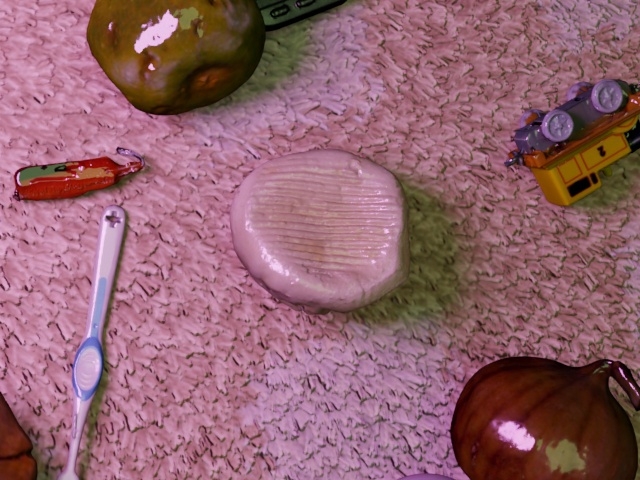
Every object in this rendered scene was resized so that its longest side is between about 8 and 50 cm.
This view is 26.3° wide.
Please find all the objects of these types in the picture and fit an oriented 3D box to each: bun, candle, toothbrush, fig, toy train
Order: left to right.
[{"bbox_3d":[-0.294,-0.080,1.669,0.162,0.048,0.053,-10,124,-11],"label":"candle"},{"bbox_3d":[-0.280,0.146,1.658,0.040,0.040,0.386,10,85,-10],"label":"toothbrush"},{"bbox_3d":[-0.194,-0.293,1.641,0.206,0.206,0.275,-23,68,-11],"label":"fig"},{"bbox_3d":[0.000,0.000,1.666,0.231,0.133,0.231,4,63,-8],"label":"bun"},{"bbox_3d":[0.277,0.240,1.660,0.235,0.235,0.214,12,85,-10],"label":"fig"},{"bbox_3d":[0.338,-0.130,1.762,0.219,0.089,0.127,-30,103,-11],"label":"toy train"}]

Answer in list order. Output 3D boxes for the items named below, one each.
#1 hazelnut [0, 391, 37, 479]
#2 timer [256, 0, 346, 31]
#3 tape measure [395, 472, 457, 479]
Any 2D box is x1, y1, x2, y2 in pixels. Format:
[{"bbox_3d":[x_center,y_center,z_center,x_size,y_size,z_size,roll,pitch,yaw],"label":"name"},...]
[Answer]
[{"bbox_3d":[-0.435,0.254,1.569,0.181,0.181,0.212,-8,90,-39],"label":"hazelnut"},{"bbox_3d":[-0.057,-0.363,1.719,0.144,0.055,0.187,-23,87,-13],"label":"timer"},{"bbox_3d":[0.129,0.383,1.672,0.178,0.105,0.196,16,102,-1],"label":"tape measure"}]
